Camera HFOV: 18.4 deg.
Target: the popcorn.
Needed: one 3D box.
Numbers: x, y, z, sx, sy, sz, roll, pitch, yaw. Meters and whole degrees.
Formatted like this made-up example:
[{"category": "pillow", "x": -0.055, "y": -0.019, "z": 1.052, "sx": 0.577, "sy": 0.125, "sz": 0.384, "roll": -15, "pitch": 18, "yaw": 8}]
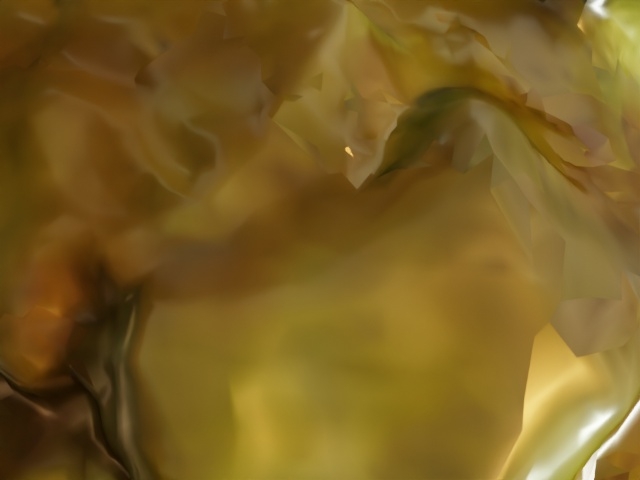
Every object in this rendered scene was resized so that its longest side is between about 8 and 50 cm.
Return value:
[{"category": "popcorn", "x": 0.005, "y": -0.004, "z": 0.478, "sx": 0.225, "sy": 0.276, "sz": 0.276, "roll": -15, "pitch": -140, "yaw": 58}]
